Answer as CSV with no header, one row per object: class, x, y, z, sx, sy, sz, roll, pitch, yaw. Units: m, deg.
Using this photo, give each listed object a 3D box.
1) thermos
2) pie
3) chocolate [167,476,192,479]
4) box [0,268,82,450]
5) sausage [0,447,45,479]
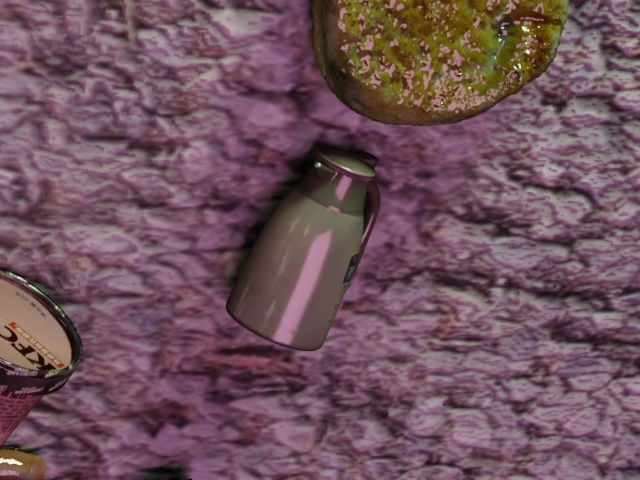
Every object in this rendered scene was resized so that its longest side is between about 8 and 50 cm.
thermos,0.000,0.000,1.792,0.137,0.105,0.193,4,113,-52
pie,0.112,-0.234,1.707,0.277,0.078,0.277,-8,116,-17
chocolate,-0.192,0.326,1.890,0.133,0.156,0.156,-6,122,2
box,-0.320,0.118,1.703,0.151,0.151,0.135,21,119,-30
sausage,-0.362,0.229,1.811,0.177,0.040,0.047,2,125,-22
